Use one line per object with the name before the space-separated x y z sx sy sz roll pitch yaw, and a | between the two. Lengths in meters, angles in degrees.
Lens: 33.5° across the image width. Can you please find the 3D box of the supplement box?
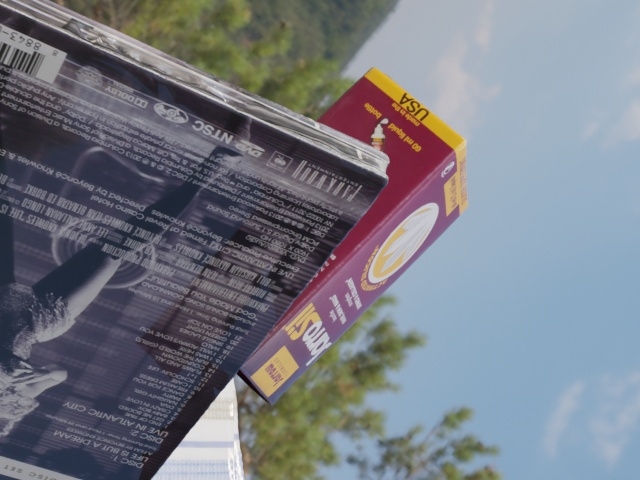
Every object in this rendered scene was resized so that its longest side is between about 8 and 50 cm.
supplement box | 0.000 0.000 0.656 0.188 0.081 0.104 -45 159 -9

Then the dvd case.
dvd case | -0.103 0.018 0.374 0.221 0.165 0.018 -52 -155 35

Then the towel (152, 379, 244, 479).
towel | -0.164 0.222 1.119 0.034 0.209 0.285 -16 -109 39
